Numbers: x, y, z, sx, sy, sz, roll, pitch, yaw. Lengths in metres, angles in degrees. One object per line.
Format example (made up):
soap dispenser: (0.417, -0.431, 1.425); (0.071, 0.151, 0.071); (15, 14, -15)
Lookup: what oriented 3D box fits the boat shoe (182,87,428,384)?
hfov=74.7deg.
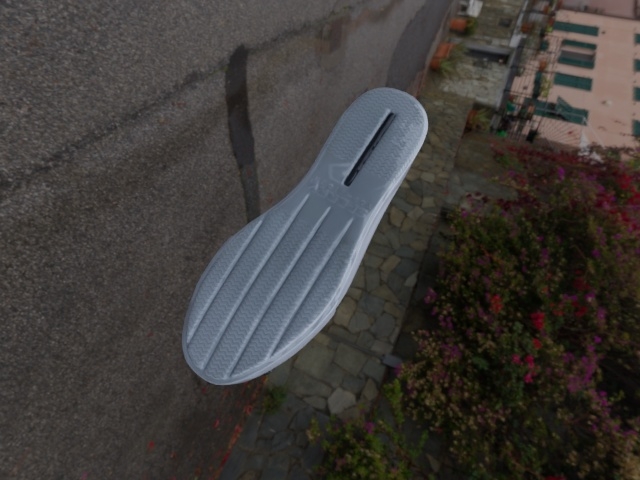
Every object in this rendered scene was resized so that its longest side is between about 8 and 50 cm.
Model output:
boat shoe: (0.000, 0.000, 0.385); (0.302, 0.109, 0.094); (-51, 165, -9)

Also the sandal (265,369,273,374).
sandal: (-0.089, 0.096, 0.859); (0.446, 0.107, 0.167); (-51, 141, -68)
